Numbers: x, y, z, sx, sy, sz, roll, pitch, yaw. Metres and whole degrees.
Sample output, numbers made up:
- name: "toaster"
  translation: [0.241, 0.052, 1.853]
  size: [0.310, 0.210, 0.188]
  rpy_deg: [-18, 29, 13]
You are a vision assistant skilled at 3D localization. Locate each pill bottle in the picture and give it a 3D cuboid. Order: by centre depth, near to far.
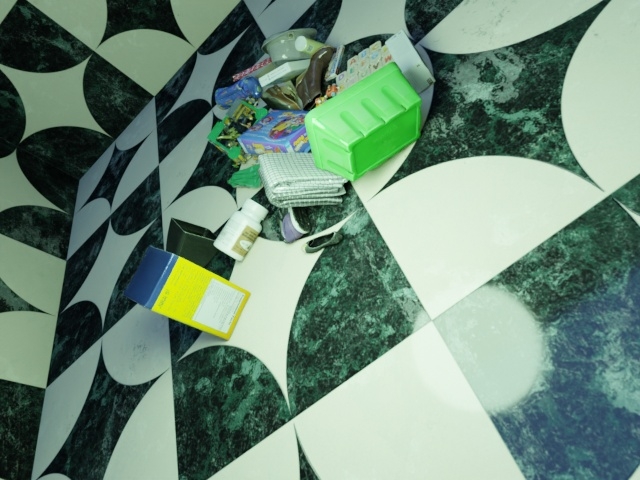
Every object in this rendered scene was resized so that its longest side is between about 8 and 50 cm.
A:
- name: "pill bottle"
  translation: [-0.308, -0.045, 1.798]
  size: [0.131, 0.131, 0.229]
  rpy_deg: [26, 82, 49]

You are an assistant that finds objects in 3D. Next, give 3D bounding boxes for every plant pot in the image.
- name: "plant pot"
  translation: [-0.565, 0.028, 1.967]
  size: [0.188, 0.188, 0.166]
  rpy_deg: [35, 101, 49]

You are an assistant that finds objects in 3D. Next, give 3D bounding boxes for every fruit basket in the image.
- name: "fruit basket"
  translation: [0.104, -0.405, 1.510]
  size: [0.392, 0.283, 0.391]
  rpy_deg: [-5, 55, 7]

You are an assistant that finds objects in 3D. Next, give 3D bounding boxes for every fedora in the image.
- name: "fedora"
  translation: [-0.136, -0.901, 2.169]
  size: [0.244, 0.276, 0.124]
  rpy_deg: [-8, 97, 66]

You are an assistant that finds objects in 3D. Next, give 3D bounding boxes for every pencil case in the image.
- name: "pencil case"
  translation: [-0.445, -0.784, 2.428]
  size: [0.306, 0.133, 0.119]
  rpy_deg: [0, 100, 44]

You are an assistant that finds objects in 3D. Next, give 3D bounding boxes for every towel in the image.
- name: "towel"
  translation: [-0.064, -0.218, 1.605]
  size: [0.235, 0.284, 0.121]
  rpy_deg: [-116, 26, -52]
- name: "towel"
  translation: [-0.323, -0.924, 2.389]
  size: [0.275, 0.031, 0.198]
  rpy_deg: [-21, 25, 17]

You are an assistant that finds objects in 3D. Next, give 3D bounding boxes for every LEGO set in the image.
- name: "LEGO set"
  translation: [-0.360, -0.500, 2.165]
  size: [0.255, 0.192, 0.331]
  rpy_deg: [24, 84, 19]

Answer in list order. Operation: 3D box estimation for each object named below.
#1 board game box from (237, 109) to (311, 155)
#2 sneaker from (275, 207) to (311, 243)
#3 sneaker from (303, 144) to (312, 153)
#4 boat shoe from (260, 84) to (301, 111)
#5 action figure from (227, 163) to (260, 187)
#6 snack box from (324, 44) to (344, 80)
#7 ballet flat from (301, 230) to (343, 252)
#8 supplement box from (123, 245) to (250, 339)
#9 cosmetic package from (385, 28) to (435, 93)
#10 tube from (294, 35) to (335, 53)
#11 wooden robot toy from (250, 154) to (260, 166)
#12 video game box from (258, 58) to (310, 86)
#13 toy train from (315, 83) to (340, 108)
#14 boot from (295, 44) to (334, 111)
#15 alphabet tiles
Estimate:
- name: "board game box"
  translation: [-0.162, -0.449, 1.909]
  size: [0.233, 0.078, 0.347]
  rpy_deg: [-45, 39, -21]
- name: "sneaker"
  translation: [-0.129, -0.115, 1.702]
  size: [0.124, 0.107, 0.283]
  rpy_deg: [-37, 43, 28]
- name: "sneaker"
  translation: [0.026, -0.381, 1.756]
  size: [0.232, 0.081, 0.090]
  rpy_deg: [-54, 43, 11]
- name: "boat shoe"
  translation: [-0.172, -0.657, 2.094]
  size: [0.120, 0.122, 0.324]
  rpy_deg: [-48, 41, 0]
- name: "action figure"
  translation: [-0.331, -0.279, 2.029]
  size: [0.232, 0.063, 0.137]
  rpy_deg: [-4, 63, 37]
- name: "snack box"
  translation: [0.063, -0.794, 2.034]
  size: [0.064, 0.022, 0.178]
  rpy_deg: [-10, 57, 41]
- name: "ballet flat"
  translation: [0.000, 0.000, 1.540]
  size: [0.173, 0.049, 0.057]
  rpy_deg: [-20, 51, 33]
- name: "supplement box"
  translation: [-0.465, 0.190, 1.616]
  size: [0.195, 0.357, 0.194]
  rpy_deg: [11, 71, 47]
- name: "cosmetic package"
  translation: [0.317, -0.639, 1.622]
  size: [0.086, 0.117, 0.231]
  rpy_deg: [-32, 44, 25]
- name: "tube"
  translation: [-0.027, -0.859, 2.035]
  size: [0.070, 0.240, 0.062]
  rpy_deg: [24, 111, 25]
- name: "wooden robot toy"
  translation: [-0.267, -0.376, 2.023]
  size: [0.173, 0.079, 0.076]
  rpy_deg: [-30, 46, 26]
- name: "video game box"
  translation: [-0.158, -0.786, 2.133]
  size: [0.187, 0.048, 0.205]
  rpy_deg: [-16, 13, 37]
- name: "toy train"
  translation: [0.018, -0.579, 1.900]
  size: [0.125, 0.046, 0.166]
  rpy_deg: [-17, 55, 46]
- name: "boot"
  translation: [-0.011, -0.708, 1.998]
  size: [0.248, 0.090, 0.206]
  rpy_deg: [-40, 49, 33]
- name: "alphabet tiles"
  translation: [0.181, -0.693, 1.858]
  size: [0.284, 0.021, 0.277]
  rpy_deg: [-22, 50, 32]
